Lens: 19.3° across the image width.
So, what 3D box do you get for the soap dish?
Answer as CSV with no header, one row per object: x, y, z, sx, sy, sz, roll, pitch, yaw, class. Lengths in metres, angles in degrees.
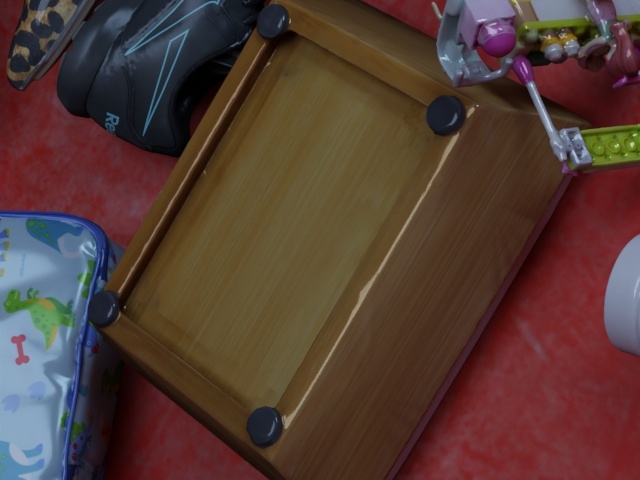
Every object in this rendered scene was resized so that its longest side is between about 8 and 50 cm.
0.000,0.000,1.166,0.229,0.118,0.291,34,96,38,soap dish

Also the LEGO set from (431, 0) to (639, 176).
0.207,-0.117,1.062,0.287,0.132,0.107,-17,68,-9,LEGO set

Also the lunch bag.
-0.228,0.089,1.287,0.176,0.090,0.219,5,75,16,lunch bag

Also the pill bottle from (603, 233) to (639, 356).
0.240,0.045,0.993,0.169,0.094,0.094,14,83,38,pill bottle

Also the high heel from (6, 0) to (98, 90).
-0.228,-0.254,1.375,0.261,0.186,0.093,-67,11,-13,high heel

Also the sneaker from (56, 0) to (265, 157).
-0.071,-0.180,1.314,0.106,0.101,0.267,35,95,16,sneaker
